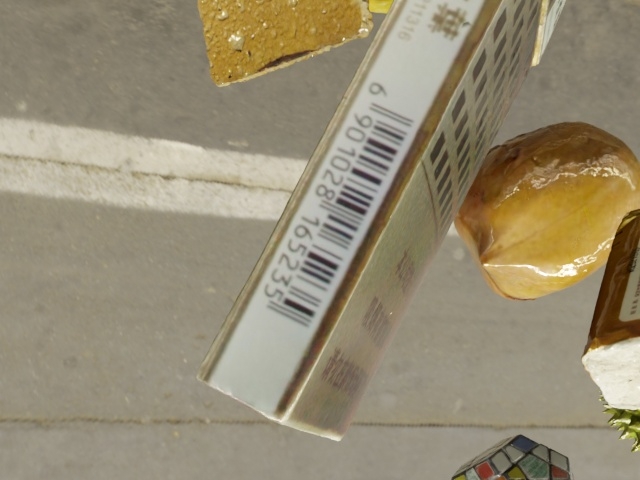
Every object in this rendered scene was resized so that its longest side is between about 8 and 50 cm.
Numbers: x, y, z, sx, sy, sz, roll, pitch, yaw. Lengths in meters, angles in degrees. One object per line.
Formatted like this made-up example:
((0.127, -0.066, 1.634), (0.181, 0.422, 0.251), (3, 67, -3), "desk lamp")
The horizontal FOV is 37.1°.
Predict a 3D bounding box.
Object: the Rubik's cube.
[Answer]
((0.155, 0.210, 0.756), (0.111, 0.111, 0.093), (-28, 81, -14), "Rubik's cube")

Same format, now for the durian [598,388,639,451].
((0.541, 0.223, 1.269), (0.169, 0.351, 0.158), (-45, 126, -47), "durian")

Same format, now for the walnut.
((0.268, -0.039, 1.148), (0.297, 0.203, 0.203), (-27, 121, -44), "walnut")

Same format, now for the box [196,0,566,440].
((0.056, -0.061, 0.460), (0.325, 0.047, 0.180), (-62, 166, -8), "box")

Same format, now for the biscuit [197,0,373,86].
((-0.044, -0.257, 1.051), (0.025, 0.230, 0.131), (-8, 89, -51), "biscuit")

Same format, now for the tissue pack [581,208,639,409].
((0.348, 0.044, 0.868), (0.092, 0.183, 0.226), (54, 41, -22), "tissue pack")

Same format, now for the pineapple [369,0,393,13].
((0.146, -0.366, 1.201), (0.186, 0.114, 0.236), (37, 95, 5), "pineapple")
